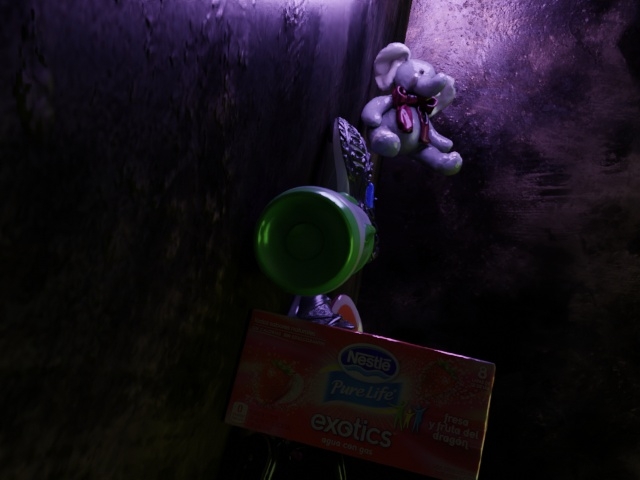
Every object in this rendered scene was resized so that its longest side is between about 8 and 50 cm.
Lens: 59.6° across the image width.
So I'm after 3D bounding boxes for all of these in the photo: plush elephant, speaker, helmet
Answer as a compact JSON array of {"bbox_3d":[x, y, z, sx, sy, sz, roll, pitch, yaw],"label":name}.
[{"bbox_3d":[0.241,-0.352,1.454,0.255,0.272,0.330,-67,-155,19],"label":"plush elephant"},{"bbox_3d":[0.002,-0.001,0.731,0.296,0.131,0.131,-5,106,-82],"label":"speaker"},{"bbox_3d":[-0.044,0.343,0.738,0.169,0.169,0.161,88,-4,-59],"label":"helmet"}]

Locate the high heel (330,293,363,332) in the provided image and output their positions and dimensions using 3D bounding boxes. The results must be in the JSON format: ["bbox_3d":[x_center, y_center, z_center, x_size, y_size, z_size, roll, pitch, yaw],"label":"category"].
[{"bbox_3d":[0.022,0.333,1.566,0.181,0.127,0.377,-178,-84,-69],"label":"high heel"}]

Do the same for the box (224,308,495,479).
[{"bbox_3d":[0.051,0.194,0.718,0.154,0.300,0.142,66,37,-75],"label":"box"}]

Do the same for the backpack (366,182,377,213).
[{"bbox_3d":[0.073,-0.087,1.200,0.120,0.098,0.101,73,25,-72],"label":"backpack"}]

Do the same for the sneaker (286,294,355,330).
[{"bbox_3d":[0.007,0.143,0.961,0.227,0.130,0.087,-68,169,-61],"label":"sneaker"}]

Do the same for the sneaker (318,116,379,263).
[{"bbox_3d":[0.029,-0.086,0.958,0.100,0.108,0.271,22,62,-50],"label":"sneaker"}]
